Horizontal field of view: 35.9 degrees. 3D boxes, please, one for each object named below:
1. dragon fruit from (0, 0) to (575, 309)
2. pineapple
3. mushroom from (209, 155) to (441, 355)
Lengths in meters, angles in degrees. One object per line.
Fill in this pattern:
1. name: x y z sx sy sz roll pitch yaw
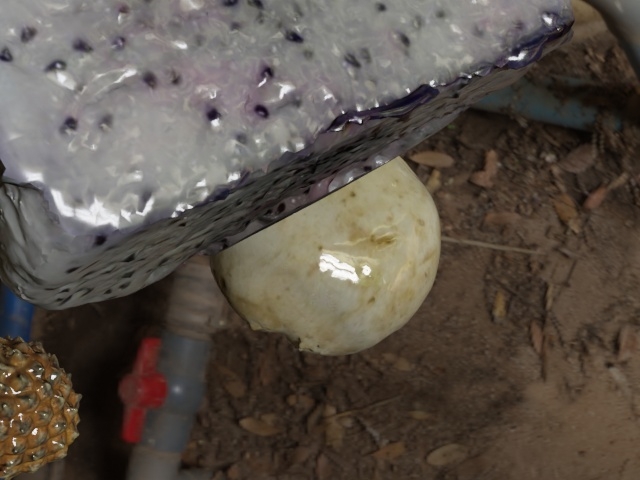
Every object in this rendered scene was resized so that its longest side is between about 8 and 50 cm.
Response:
1. dragon fruit: -0.061 -0.110 0.468 0.221 0.283 0.204 63 154 -3
2. pineapple: -0.363 0.183 1.117 0.166 0.193 0.166 -9 52 12
3. mushroom: 0.000 0.000 0.680 0.166 0.166 0.127 63 154 24
